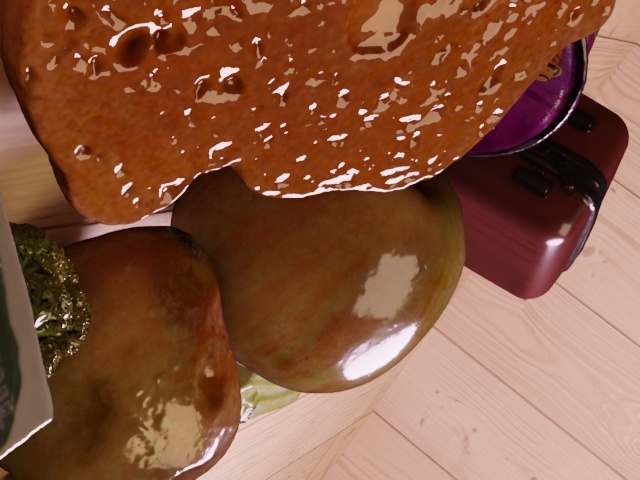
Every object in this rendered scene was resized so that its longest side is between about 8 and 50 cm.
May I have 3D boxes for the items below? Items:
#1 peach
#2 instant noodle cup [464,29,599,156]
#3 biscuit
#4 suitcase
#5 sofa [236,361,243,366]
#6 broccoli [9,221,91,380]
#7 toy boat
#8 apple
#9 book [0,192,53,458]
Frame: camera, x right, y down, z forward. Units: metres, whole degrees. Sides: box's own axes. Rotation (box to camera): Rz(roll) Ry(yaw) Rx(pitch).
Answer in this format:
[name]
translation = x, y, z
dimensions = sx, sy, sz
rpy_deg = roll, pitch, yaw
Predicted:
[peach]
translation = -0.159, 0.098, 1.016
dimensions = 0.214, 0.214, 0.235
rpy_deg = -20, 139, -63
[instant noodle cup]
translation = 0.144, -0.227, 1.117
dimensions = 0.190, 0.251, 0.251
rpy_deg = -53, 169, -38
[biscuit]
translation = 0.016, -0.169, 0.838
dimensions = 0.455, 0.078, 0.350
rpy_deg = -7, 140, -30
[suitcase]
translation = 0.149, -0.090, 1.309
dimensions = 0.161, 0.297, 0.236
rpy_deg = -55, 167, -17
[sofa]
translation = -0.041, 0.029, 1.453
dimensions = 0.210, 0.176, 0.225
rpy_deg = -56, -167, 16
[broccoli]
translation = -0.221, 0.046, 0.870
dimensions = 0.131, 0.130, 0.120
rpy_deg = -42, -161, 28
[toy boat]
translation = -0.091, 0.152, 1.526
dimensions = 0.084, 0.111, 0.276
rpy_deg = -60, 160, 12
[apple]
translation = 0.000, 0.000, 1.140
dimensions = 0.234, 0.257, 0.257
rpy_deg = -46, 168, 20
[book]
translation = -0.299, 0.077, 0.638
dimensions = 0.371, 0.043, 0.260
rpy_deg = -37, 130, -43
